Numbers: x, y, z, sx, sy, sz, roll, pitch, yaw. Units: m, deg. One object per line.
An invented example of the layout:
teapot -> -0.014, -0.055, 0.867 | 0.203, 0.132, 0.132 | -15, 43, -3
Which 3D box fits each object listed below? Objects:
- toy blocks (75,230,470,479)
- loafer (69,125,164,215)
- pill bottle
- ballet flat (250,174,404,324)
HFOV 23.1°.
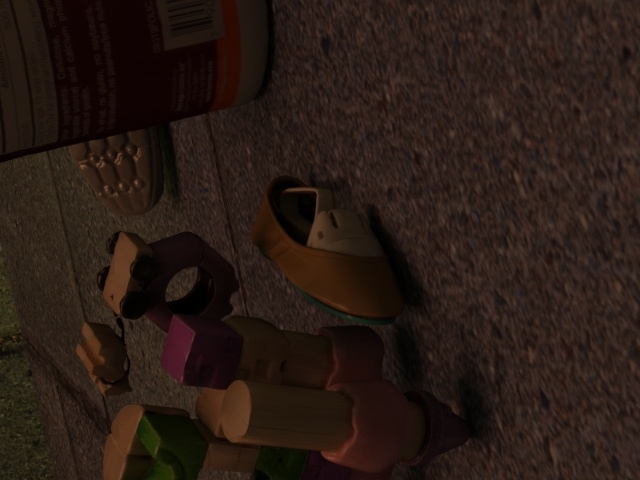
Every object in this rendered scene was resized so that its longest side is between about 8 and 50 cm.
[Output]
toy blocks -> -0.030, 0.182, 1.214 | 0.309, 0.260, 0.289 | 40, 116, 56
loafer -> -0.238, -0.187, 1.752 | 0.111, 0.112, 0.319 | -47, -54, -68
pill bottle -> -0.261, -0.182, 1.328 | 0.224, 0.392, 0.224 | 165, 90, -72
ballet flat -> 0.000, 0.000, 1.216 | 0.232, 0.080, 0.073 | -148, 63, -62
